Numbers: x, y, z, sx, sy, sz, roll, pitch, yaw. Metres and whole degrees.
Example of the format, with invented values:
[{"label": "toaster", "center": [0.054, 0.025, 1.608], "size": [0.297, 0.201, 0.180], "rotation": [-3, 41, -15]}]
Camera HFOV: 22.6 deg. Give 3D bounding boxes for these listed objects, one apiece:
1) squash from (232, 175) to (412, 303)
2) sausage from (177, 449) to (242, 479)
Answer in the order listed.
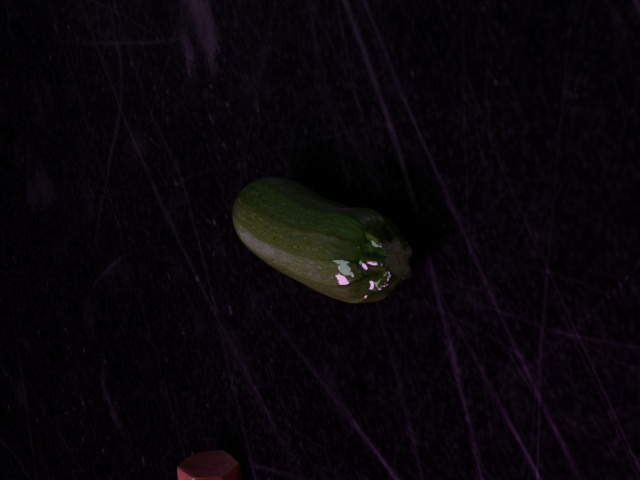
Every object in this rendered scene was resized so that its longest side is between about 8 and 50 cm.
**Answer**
[{"label": "squash", "center": [0.000, 0.000, 1.219], "size": [0.219, 0.068, 0.077], "rotation": [19, 116, 57]}, {"label": "sausage", "center": [-0.103, 0.294, 1.577], "size": [0.065, 0.065, 0.169], "rotation": [29, 128, 54]}]
